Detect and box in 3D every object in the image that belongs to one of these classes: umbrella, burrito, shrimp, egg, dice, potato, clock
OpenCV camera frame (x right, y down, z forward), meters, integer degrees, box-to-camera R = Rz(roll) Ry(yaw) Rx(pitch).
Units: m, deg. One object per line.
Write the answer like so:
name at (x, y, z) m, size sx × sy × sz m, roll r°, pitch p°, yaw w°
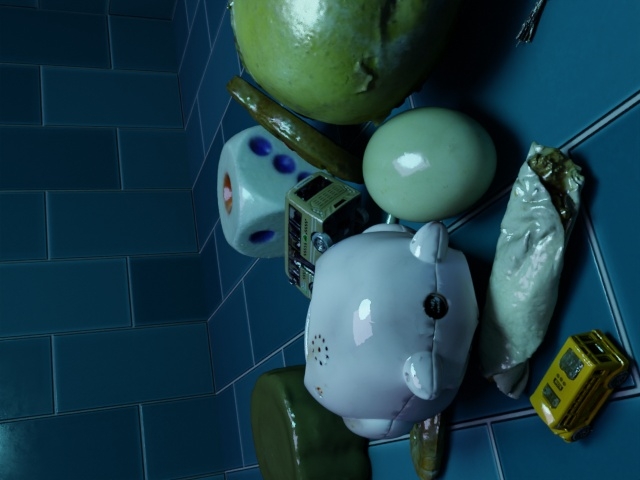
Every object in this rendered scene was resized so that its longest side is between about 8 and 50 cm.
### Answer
umbrella at (0.305, -0.319, 0.962) m, size 0.031 × 0.020 × 0.083 m, roll -57°, pitch -12°, yaw -50°
burrito at (0.295, 0.059, 0.953) m, size 0.117 × 0.076 × 0.392 m, roll 44°, pitch 135°, yaw 51°
shrimp at (0.203, 0.347, 1.256) m, size 0.133 × 0.053 × 0.236 m, roll -94°, pitch 6°, yaw -67°
egg at (0.176, -0.122, 1.071) m, size 0.254 × 0.189 × 0.188 m, roll 5°, pitch 96°, yaw 60°
dice at (-0.120, -0.124, 1.711) m, size 0.243 × 0.251 × 0.259 m, roll 119°, pitch 142°, yaw -55°
potato at (0.092, -0.387, 1.031) m, size 0.319 × 0.385 × 0.442 m, roll 40°, pitch 119°, yaw 48°
clock at (0.102, 0.136, 1.090) m, size 0.376 × 0.251 × 0.368 m, roll 124°, pitch 153°, yaw -72°

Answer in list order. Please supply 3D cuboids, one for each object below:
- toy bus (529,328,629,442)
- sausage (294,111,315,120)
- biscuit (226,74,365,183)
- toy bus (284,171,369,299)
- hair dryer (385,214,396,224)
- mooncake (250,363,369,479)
toy bus at (0.332, 0.197, 0.873) m, size 0.069 × 0.074 × 0.162 m, roll -120°, pitch 36°, yaw -46°
sausage at (-0.069, -0.312, 1.445) m, size 0.177 × 0.040 × 0.047 m, roll 41°, pitch 171°, yaw 35°
biscuit at (-0.064, -0.244, 1.471) m, size 0.070 × 0.350 × 0.394 m, roll -56°, pitch 28°, yaw 9°
toy bus at (0.000, 0.000, 1.462) m, size 0.157 × 0.139 × 0.289 m, roll 35°, pitch 146°, yaw 27°
hair dryer at (0.153, 0.017, 1.351) m, size 0.167 × 0.067 × 0.199 m, roll 55°, pitch 127°, yaw 38°
mooncake at (-0.028, 0.488, 1.635) m, size 0.378 × 0.201 × 0.378 m, roll 173°, pitch 90°, yaw -67°
